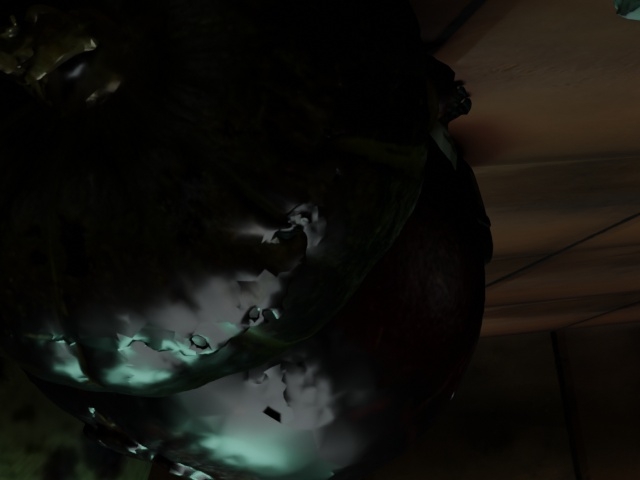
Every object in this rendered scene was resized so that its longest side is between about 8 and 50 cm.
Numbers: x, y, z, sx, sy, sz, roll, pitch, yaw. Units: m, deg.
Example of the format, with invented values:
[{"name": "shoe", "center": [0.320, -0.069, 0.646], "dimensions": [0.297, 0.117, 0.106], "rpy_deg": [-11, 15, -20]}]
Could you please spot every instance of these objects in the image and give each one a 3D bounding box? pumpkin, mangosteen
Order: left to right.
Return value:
[{"name": "pumpkin", "center": [-0.075, -0.051, 0.503], "dimensions": [0.238, 0.238, 0.159], "rpy_deg": [-13, 171, 24]}, {"name": "mangosteen", "center": [-0.042, 0.001, 0.738], "dimensions": [0.297, 0.293, 0.297], "rpy_deg": [27, -171, -5]}]

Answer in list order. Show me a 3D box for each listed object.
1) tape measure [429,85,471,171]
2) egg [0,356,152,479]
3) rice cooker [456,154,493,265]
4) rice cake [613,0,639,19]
[{"name": "tape measure", "center": [0.000, 0.000, 0.935], "dimensions": [0.207, 0.235, 0.115], "rpy_deg": [3, 172, 17]}, {"name": "egg", "center": [-0.329, 0.167, 1.139], "dimensions": [0.345, 0.345, 0.428], "rpy_deg": [-3, 176, -26]}, {"name": "rice cooker", "center": [0.073, -0.016, 1.074], "dimensions": [0.142, 0.118, 0.203], "rpy_deg": [-10, 169, 14]}, {"name": "rice cake", "center": [0.257, -0.166, 0.638], "dimensions": [0.127, 0.043, 0.237], "rpy_deg": [-3, 167, -20]}]
